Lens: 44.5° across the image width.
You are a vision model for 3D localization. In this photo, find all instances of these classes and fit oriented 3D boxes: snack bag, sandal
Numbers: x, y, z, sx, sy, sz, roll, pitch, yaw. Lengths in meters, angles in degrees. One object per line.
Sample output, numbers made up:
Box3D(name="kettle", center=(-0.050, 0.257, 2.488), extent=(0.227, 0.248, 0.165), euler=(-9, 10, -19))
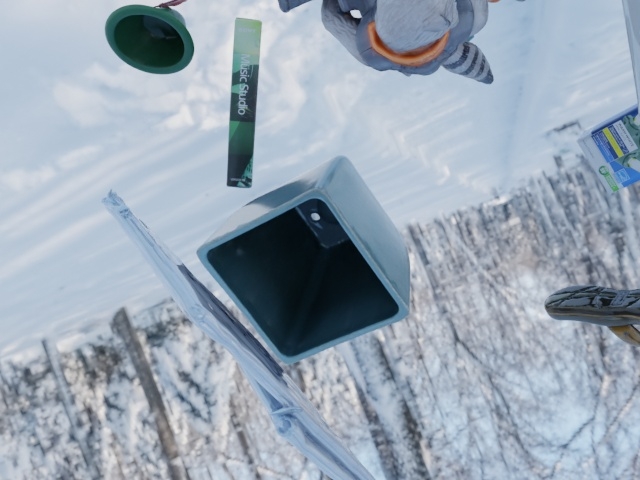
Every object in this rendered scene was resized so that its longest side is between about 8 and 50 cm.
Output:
Box3D(name="snack bag", center=(-0.095, 0.115, 0.859), extent=(0.037, 0.342, 0.323), euler=(-42, -143, -6))
Box3D(name="sandal", center=(0.375, 0.097, 0.931), extent=(0.219, 0.060, 0.090), euler=(0, -161, 38))

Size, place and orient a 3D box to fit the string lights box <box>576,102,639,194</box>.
Box3D(name="string lights box", center=(0.652, -0.210, 1.519), extent=(0.260, 0.133, 0.077), euler=(-31, -177, 39))

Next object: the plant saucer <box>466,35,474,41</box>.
Box3D(name="plant saucer", center=(0.187, -0.408, 1.435), extent=(0.067, 0.192, 0.018), euler=(-45, 169, -31))

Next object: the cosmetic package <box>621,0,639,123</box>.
Box3D(name="cosmetic package", center=(0.616, -0.254, 0.907), extent=(0.329, 0.327, 0.394), euler=(2, 170, -41))

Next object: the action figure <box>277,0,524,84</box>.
Box3D(name="action figure", center=(0.152, -0.249, 0.810), extent=(0.341, 0.178, 0.330), euler=(-16, -173, 25))

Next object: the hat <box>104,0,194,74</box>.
Box3D(name="hat", center=(-0.320, -0.467, 1.624), extent=(0.209, 0.183, 0.173), euler=(10, 144, -1))

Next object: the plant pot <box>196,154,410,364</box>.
Box3D(name="plant pot", center=(0.000, 0.000, 1.275), extent=(0.247, 0.248, 0.252), euler=(-25, -158, 28))

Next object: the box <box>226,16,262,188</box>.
Box3D(name="box", center=(-0.155, -0.283, 1.592), extent=(0.059, 0.322, 0.232), euler=(2, -166, -6))
